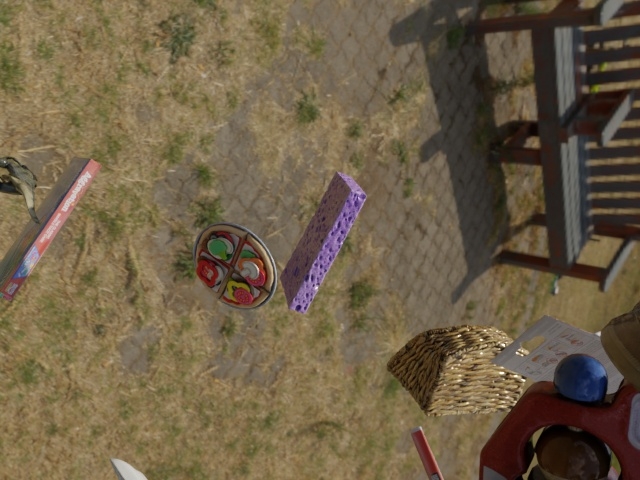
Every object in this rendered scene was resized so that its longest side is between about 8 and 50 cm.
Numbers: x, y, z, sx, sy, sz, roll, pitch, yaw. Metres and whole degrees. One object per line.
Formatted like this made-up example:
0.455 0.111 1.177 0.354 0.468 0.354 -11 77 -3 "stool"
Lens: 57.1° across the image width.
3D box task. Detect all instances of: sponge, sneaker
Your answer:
0.000 0.000 0.919 0.031 0.117 0.210 22 106 -18 "sponge"
0.234 0.053 0.378 0.071 0.066 0.188 -53 162 25 "sneaker"

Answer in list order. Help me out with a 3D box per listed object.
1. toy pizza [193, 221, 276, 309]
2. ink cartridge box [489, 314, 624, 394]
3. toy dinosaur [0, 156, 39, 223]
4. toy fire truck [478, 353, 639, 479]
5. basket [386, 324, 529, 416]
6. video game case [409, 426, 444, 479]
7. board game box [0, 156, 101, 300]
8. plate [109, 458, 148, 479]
-0.183 0.059 1.213 0.032 0.201 0.201 -43 130 -56 "toy pizza"
0.413 0.182 0.928 0.181 0.225 0.056 113 2 -52 "ink cartridge box"
-0.533 -0.106 0.998 0.118 0.268 0.064 33 92 -34 "toy dinosaur"
0.313 0.242 0.584 0.169 0.302 0.254 -22 116 -54 "toy fire truck"
0.357 0.302 1.520 0.299 0.223 0.213 5 109 -24 "basket"
0.233 0.491 1.018 0.025 0.285 0.204 -23 136 1 "video game case"
-0.507 -0.031 1.081 0.027 0.145 0.281 37 78 -32 "board game box"
-0.353 0.633 1.309 0.045 0.278 0.277 -33 135 -31 "plate"
